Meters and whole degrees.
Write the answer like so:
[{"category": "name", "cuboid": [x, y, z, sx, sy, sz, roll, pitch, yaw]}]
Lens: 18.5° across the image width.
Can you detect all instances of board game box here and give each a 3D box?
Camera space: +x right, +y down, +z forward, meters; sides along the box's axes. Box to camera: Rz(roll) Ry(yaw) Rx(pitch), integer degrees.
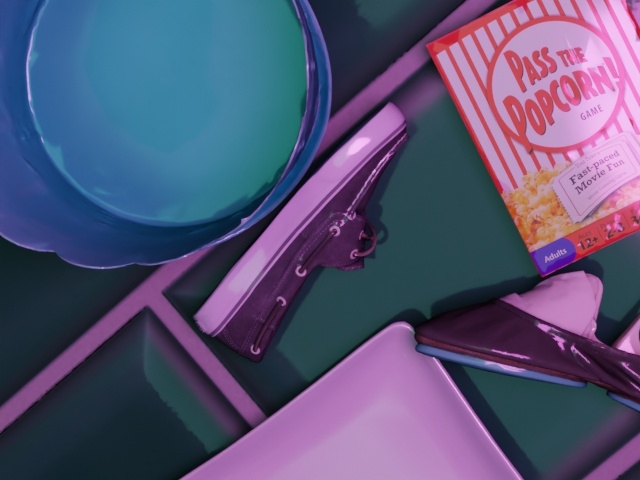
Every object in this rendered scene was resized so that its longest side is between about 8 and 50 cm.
[{"category": "board game box", "cuboid": [0.186, -0.092, 1.449, 0.147, 0.045, 0.193, -27, 91, 10]}]

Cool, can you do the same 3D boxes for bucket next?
[{"category": "bucket", "cuboid": [-0.126, -0.116, 1.424, 0.281, 0.183, 0.281, 1, 96, 9]}]

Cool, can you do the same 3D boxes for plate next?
[{"category": "plate", "cuboid": [0.038, 0.245, 1.502, 0.277, 0.045, 0.278, -37, 89, 9]}]

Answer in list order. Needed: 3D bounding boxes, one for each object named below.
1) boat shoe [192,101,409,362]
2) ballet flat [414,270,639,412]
[{"category": "boat shoe", "cuboid": [0.000, 0.000, 1.471, 0.076, 0.080, 0.228, 40, 101, -3]}, {"category": "ballet flat", "cuboid": [0.211, 0.079, 1.445, 0.280, 0.095, 0.096, 19, 88, -4]}]
